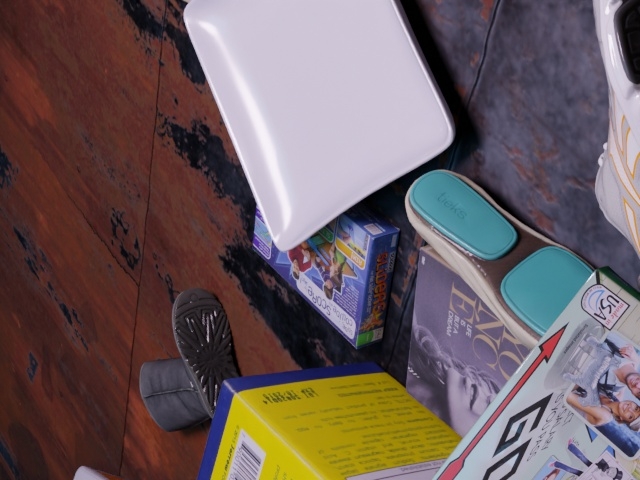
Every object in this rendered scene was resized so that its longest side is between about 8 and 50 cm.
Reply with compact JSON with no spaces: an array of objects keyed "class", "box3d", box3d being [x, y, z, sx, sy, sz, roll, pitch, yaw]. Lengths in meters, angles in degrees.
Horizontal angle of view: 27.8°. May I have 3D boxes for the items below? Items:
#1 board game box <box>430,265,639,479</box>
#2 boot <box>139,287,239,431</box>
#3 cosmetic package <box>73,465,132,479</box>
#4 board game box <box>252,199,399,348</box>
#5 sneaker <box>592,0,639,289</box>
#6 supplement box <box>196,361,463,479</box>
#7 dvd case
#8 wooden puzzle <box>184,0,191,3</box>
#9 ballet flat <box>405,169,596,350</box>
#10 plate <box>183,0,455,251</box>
[{"class":"board game box","box3d":[0.186,0.207,0.912,0.213,0.046,0.317,39,105,17]},{"class":"boot","box3d":[-0.177,0.158,1.661,0.208,0.076,0.189,-10,93,65]},{"class":"cosmetic package","box3d":[-0.123,0.415,1.490,0.453,0.230,0.161,13,81,55]},{"class":"board game box","box3d":[0.000,0.000,1.328,0.201,0.035,0.136,42,137,41]},{"class":"sneaker","box3d":[0.223,-0.069,0.890,0.121,0.099,0.262,-18,88,63]},{"class":"supplement box","box3d":[0.057,0.288,1.182,0.356,0.194,0.195,38,120,44]},{"class":"dvd case","box3d":[0.154,0.123,1.158,0.221,0.018,0.164,36,133,45]},{"class":"wooden puzzle","box3d":[-0.114,-0.336,1.345,0.239,0.044,0.221,38,134,44]},{"class":"ballet flat","box3d":[0.162,0.032,1.061,0.248,0.086,0.086,49,141,37]},{"class":"plate","box3d":[-0.002,-0.162,1.215,0.278,0.045,0.277,-33,77,47]}]
